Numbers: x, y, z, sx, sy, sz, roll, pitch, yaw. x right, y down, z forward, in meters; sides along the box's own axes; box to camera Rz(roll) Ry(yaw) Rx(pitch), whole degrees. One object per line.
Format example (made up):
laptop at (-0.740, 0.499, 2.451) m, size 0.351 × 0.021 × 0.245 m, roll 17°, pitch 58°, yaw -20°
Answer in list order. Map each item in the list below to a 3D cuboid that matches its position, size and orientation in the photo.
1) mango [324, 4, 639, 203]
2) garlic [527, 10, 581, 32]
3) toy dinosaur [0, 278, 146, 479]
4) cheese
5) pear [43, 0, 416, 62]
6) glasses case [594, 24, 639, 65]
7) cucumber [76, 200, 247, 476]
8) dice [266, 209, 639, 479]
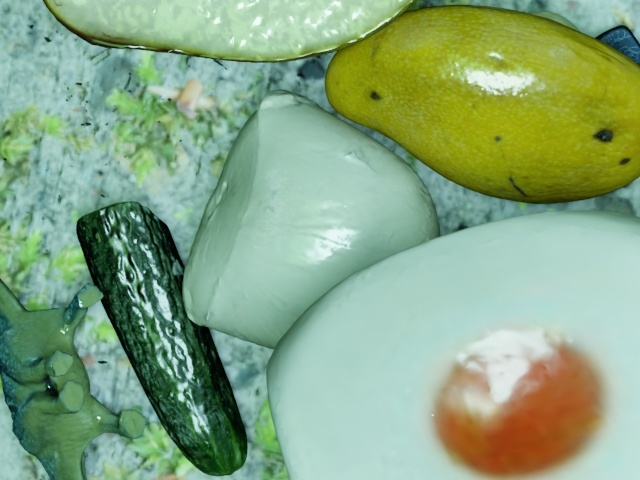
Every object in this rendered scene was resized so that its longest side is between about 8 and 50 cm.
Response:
mango at (0.133, -0.100, 1.161) m, size 0.262 × 0.157 × 0.109 m, roll 8°, pitch 53°, yaw -2°
garlic at (0.174, -0.155, 1.212) m, size 0.083 × 0.053 × 0.041 m, roll 3°, pitch 49°, yaw 12°
toy dinosaur at (-0.222, 0.126, 1.265) m, size 0.147 × 0.076 × 0.362 m, roll -16°, pitch 95°, yaw 46°
cheese at (0.000, 0.000, 1.190) m, size 0.189 × 0.154 × 0.198 m, roll 22°, pitch 95°, yaw 1°
pear at (-0.039, -0.297, 1.156) m, size 0.387 × 0.191 × 0.340 m, roll -24°, pitch 90°, yaw 11°
glasses case at (0.247, -0.131, 1.210) m, size 0.033 × 0.023 × 0.083 m, roll -34°, pitch 90°, yaw -11°
cucumber at (-0.126, 0.083, 1.253) m, size 0.074 × 0.074 × 0.241 m, roll -22°, pitch 91°, yaw 9°
dice at (0.151, 0.164, 1.062) m, size 0.304 × 0.304 × 0.277 m, roll -21°, pitch 63°, yaw 2°
